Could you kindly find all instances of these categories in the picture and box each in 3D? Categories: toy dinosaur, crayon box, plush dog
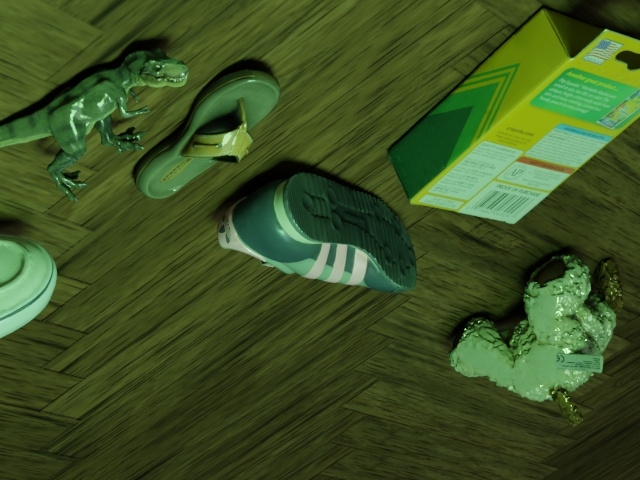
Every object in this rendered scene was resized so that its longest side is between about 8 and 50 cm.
[{"bbox_3d":[-0.246,-0.111,1.778,0.268,0.064,0.118,-25,137,5],"label":"toy dinosaur"},{"bbox_3d":[0.261,-0.154,2.051,0.203,0.083,0.323,10,138,-45],"label":"crayon box"},{"bbox_3d":[0.353,0.144,2.552,0.262,0.210,0.225,-42,173,34],"label":"plush dog"}]

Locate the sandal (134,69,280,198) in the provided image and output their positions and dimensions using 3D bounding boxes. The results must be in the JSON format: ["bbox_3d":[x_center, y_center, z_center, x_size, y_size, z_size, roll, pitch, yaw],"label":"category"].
[{"bbox_3d":[-0.118,-0.103,1.883,0.219,0.060,0.090,-39,148,28],"label":"sandal"}]

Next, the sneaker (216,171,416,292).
[{"bbox_3d":[0.000,0.000,2.127,0.131,0.112,0.319,-18,154,28],"label":"sneaker"}]

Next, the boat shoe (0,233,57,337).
[{"bbox_3d":[-0.453,0.024,1.803,0.367,0.136,0.156,-4,144,-14],"label":"boat shoe"}]
